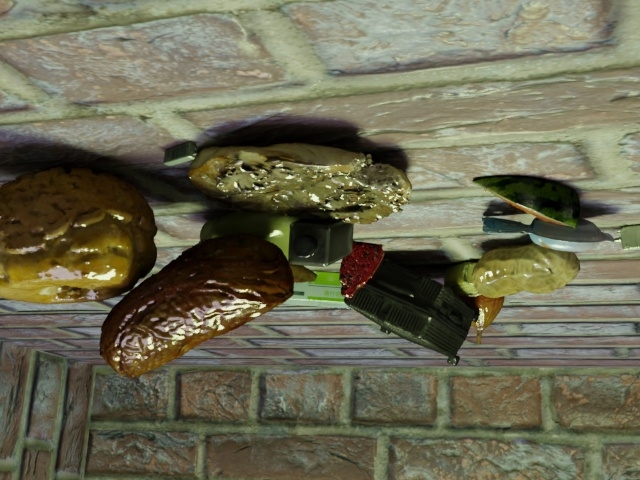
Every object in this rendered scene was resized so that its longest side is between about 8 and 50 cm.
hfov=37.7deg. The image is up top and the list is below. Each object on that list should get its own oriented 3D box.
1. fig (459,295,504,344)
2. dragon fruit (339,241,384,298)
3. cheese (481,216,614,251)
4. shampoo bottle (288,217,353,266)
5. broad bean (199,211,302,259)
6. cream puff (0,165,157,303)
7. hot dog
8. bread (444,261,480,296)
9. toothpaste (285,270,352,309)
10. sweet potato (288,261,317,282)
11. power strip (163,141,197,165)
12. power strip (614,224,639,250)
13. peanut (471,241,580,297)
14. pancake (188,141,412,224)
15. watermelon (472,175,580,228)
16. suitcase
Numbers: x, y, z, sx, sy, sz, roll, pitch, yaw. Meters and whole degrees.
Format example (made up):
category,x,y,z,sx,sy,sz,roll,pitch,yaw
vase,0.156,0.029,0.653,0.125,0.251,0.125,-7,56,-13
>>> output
category,x,y,z,sx,sy,sz,roll,pitch,yaw
fig,0.393,0.169,2.372,0.119,0.153,0.119,31,166,9
dragon fruit,0.081,0.069,2.084,0.097,0.131,0.063,15,167,-14
cheese,0.429,-0.017,1.773,0.244,0.052,0.135,6,-166,7
shampoo bottle,0.000,0.000,1.775,0.079,0.080,0.246,4,-173,14
broad bean,-0.135,0.003,1.891,0.189,0.121,0.263,24,153,-34
cream puff,-0.464,-0.014,1.684,0.343,0.231,0.327,-3,170,-1
hot dog,-0.241,0.109,1.729,0.387,0.174,0.267,-27,-176,13
bread,0.359,0.090,2.218,0.117,0.064,0.156,17,161,-31
toothpaste,-0.052,0.121,2.372,0.336,0.081,0.067,4,164,-5
sweet potato,-0.107,0.059,2.195,0.243,0.077,0.077,4,167,-38
power strip,-0.234,-0.142,1.553,0.083,0.027,0.017,-11,156,43
power strip,0.657,-0.009,1.824,0.191,0.047,0.030,-8,167,33
peanut,0.437,0.065,2.021,0.233,0.110,0.196,-8,166,35
pancake,-0.025,-0.096,1.592,0.382,0.071,0.382,5,169,1
watermelon,0.382,-0.068,1.666,0.245,0.063,0.119,13,175,-35
suitcase,0.219,0.166,2.227,0.229,0.152,0.335,23,175,27
